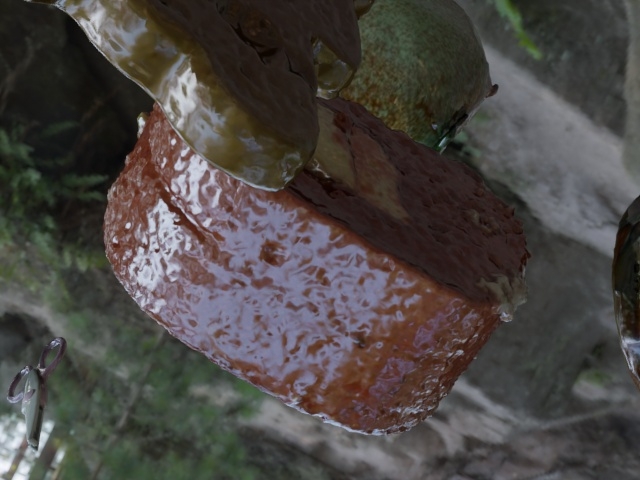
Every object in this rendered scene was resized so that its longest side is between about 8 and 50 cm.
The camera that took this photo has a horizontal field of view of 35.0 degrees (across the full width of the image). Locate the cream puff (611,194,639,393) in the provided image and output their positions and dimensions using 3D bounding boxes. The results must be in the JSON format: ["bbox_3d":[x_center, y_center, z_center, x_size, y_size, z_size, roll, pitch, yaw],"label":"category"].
[{"bbox_3d":[0.319,0.051,0.776,0.164,0.240,0.240,-16,151,43],"label":"cream puff"}]

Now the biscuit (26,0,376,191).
[{"bbox_3d":[-0.055,-0.160,0.501,0.278,0.043,0.301,58,-146,2],"label":"biscuit"}]

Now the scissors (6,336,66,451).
[{"bbox_3d":[-0.284,0.157,1.010,0.022,0.085,0.176,46,-176,-25],"label":"scissors"}]

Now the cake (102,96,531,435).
[{"bbox_3d":[0.000,0.000,0.663,0.283,0.151,0.177,31,-157,-11],"label":"cake"}]

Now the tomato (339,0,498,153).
[{"bbox_3d":[0.026,-0.152,1.082,0.239,0.303,0.303,44,-176,1],"label":"tomato"}]
